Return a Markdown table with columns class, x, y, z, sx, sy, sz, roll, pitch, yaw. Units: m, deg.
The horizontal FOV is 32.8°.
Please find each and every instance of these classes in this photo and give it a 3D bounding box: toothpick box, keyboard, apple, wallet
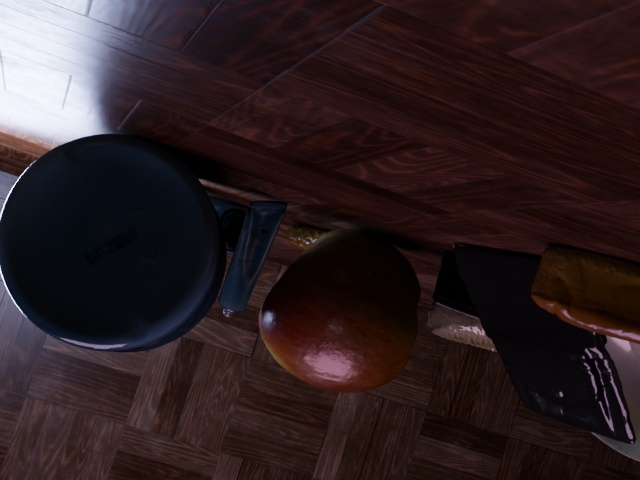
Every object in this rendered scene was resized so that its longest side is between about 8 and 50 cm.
| class | x | y | z | sx | sy | sz | roll | pitch | yaw |
| --- | --- | --- | --- | --- | --- | --- | --- | --- | --- |
| toothpick box | -0.224 | -0.027 | 2.153 | 0.184 | 0.120 | 0.120 | 9 | 170 | 46 |
| keyboard | 0.266 | 0.080 | 1.738 | 0.381 | 0.103 | 0.041 | 14 | 160 | 2 |
| apple | 0.048 | 0.133 | 1.899 | 0.302 | 0.301 | 0.301 | 18 | 175 | 2 |
| wallet | 0.332 | 0.152 | 1.620 | 0.247 | 0.041 | 0.322 | 8 | 128 | 53 |

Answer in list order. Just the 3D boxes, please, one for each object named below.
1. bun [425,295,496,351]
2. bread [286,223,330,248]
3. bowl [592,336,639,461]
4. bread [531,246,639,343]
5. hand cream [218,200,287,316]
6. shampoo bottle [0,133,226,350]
| class | x | y | z | sx | sy | sz | roll | pitch | yaw |
| --- | --- | --- | --- | --- | --- | --- | --- | --- | --- |
| bun | 0.293 | 0.118 | 1.863 | 0.221 | 0.134 | 0.220 | 13 | 169 | 2 |
| bread | 0.000 | 0.000 | 2.092 | 0.157 | 0.044 | 0.052 | 13 | 171 | 38 |
| bowl | 0.480 | 0.186 | 1.616 | 0.277 | 0.145 | 0.277 | 41 | 153 | 26 |
| bread | 0.381 | 0.076 | 1.344 | 0.246 | 0.094 | 0.102 | 15 | 180 | 27 |
| hand cream | -0.122 | 0.033 | 1.853 | 0.083 | 0.224 | 0.048 | 0 | -150 | -42 |
| shampoo bottle | -0.318 | 0.016 | 1.735 | 0.331 | 0.331 | 0.342 | 18 | 175 | -2 |
